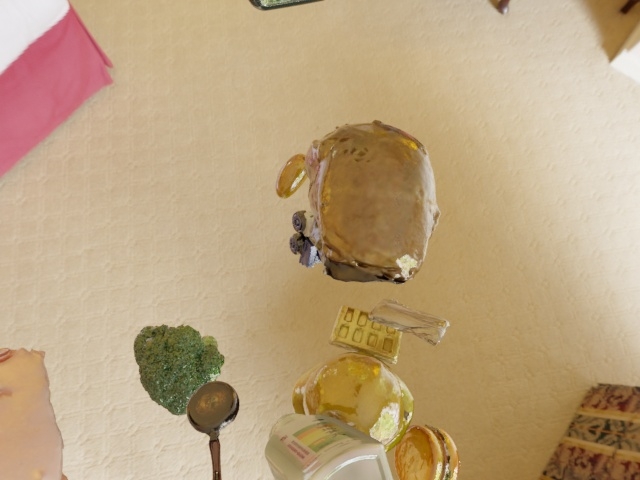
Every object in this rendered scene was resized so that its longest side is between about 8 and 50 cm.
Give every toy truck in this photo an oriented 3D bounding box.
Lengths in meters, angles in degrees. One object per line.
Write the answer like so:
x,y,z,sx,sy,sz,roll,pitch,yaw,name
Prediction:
0.000,0.000,1.479,0.161,0.213,0.177,-7,39,-25,toy truck

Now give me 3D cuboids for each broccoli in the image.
-0.395,0.338,1.263,0.254,0.269,0.269,-44,80,16,broccoli

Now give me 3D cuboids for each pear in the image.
0.110,0.568,1.535,0.418,0.362,0.362,-11,71,29,pear

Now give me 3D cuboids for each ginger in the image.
0.085,-0.077,0.717,0.200,0.269,0.223,-2,111,-11,ginger

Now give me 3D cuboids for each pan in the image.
-0.225,0.395,0.926,0.114,0.040,0.212,-10,52,-3,pan

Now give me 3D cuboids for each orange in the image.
0.087,0.442,1.192,0.279,0.235,0.279,3,113,8,orange

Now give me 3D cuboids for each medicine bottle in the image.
-0.007,0.431,0.875,0.179,0.324,0.124,-16,86,-24,medicine bottle

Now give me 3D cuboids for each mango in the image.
-0.065,-0.147,1.012,0.060,0.080,0.114,37,103,-11,mango

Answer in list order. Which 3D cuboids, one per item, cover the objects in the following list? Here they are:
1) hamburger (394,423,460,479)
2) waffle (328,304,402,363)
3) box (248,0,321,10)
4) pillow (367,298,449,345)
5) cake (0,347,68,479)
0.384,0.777,1.559,0.170,0.246,0.246,15,72,-22,hamburger
0.180,0.356,1.699,0.274,0.057,0.168,14,55,12,waffle
-0.043,-0.401,0.547,0.144,0.201,0.090,-19,63,-18,box
0.309,0.279,1.533,0.270,0.173,0.067,20,113,14,pillow
-0.650,0.385,0.743,0.307,0.293,0.314,-35,70,12,cake
